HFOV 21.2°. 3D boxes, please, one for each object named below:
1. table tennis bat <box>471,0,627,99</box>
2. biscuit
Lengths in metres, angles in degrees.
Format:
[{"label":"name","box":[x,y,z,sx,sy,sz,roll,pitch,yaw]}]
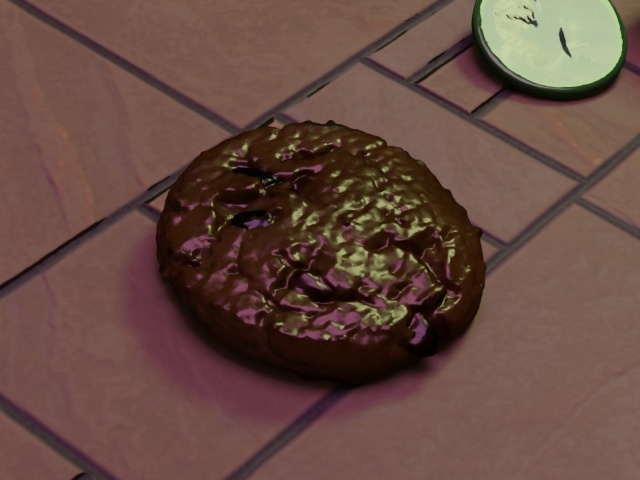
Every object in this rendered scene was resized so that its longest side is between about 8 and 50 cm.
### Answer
[{"label":"table tennis bat","box":[0.229,-0.250,1.758,0.161,0.039,0.257,0,56,-9]},{"label":"biscuit","box":[0.000,-0.002,1.459,0.296,0.075,0.296,3,42,-3]}]
